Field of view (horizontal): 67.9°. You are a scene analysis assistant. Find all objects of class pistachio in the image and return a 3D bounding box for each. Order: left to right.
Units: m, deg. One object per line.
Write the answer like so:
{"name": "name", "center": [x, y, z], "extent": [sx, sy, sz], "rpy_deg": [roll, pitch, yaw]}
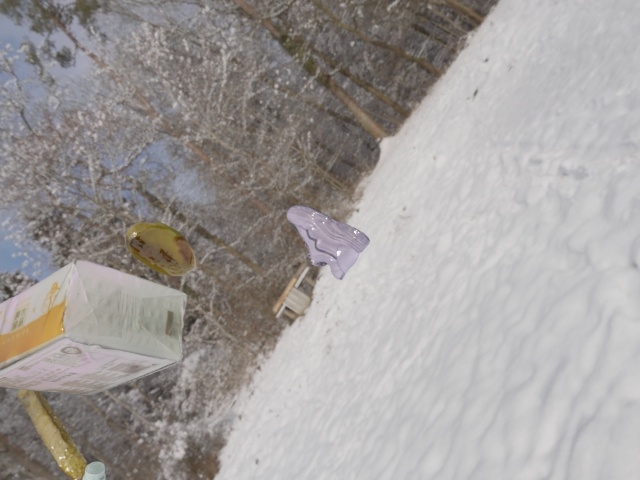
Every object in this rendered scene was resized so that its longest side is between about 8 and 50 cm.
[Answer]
{"name": "pistachio", "center": [-0.403, 0.023, 1.202], "extent": [0.110, 0.189, 0.100], "rpy_deg": [-46, 28, 30]}

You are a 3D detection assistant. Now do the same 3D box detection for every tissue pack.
{"name": "tissue pack", "center": [-0.339, 0.134, 0.679], "extent": [0.225, 0.185, 0.124], "rpy_deg": [-24, 55, 27]}

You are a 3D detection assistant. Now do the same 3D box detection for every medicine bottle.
{"name": "medicine bottle", "center": [-0.512, 0.547, 1.072], "extent": [0.047, 0.047, 0.083], "rpy_deg": [-39, -38, -74]}

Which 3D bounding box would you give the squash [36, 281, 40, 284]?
{"name": "squash", "center": [-1.009, 0.270, 1.833], "extent": [0.318, 0.071, 0.080], "rpy_deg": [90, -172, -52]}

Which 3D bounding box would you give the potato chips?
{"name": "potato chips", "center": [-0.733, 0.490, 1.276], "extent": [0.057, 0.407, 0.080], "rpy_deg": [-43, -42, -25]}

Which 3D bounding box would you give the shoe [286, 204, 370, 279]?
{"name": "shoe", "center": [0.000, 0.000, 1.237], "extent": [0.137, 0.245, 0.095], "rpy_deg": [-61, -27, -4]}
